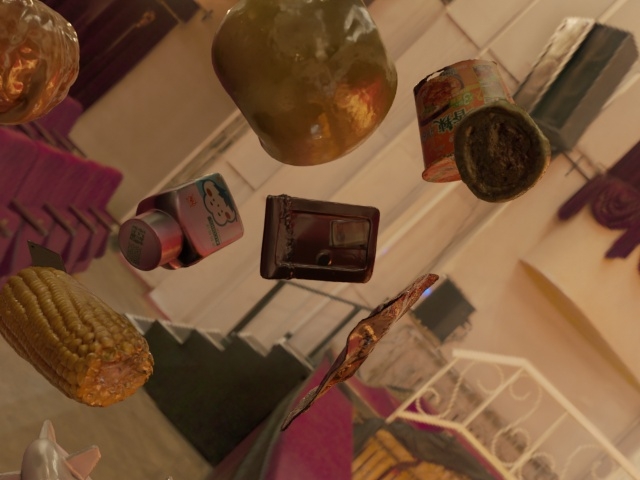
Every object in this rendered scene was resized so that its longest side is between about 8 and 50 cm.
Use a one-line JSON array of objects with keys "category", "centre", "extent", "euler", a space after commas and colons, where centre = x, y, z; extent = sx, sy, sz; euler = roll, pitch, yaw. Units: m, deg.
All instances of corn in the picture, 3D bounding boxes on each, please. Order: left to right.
[{"category": "corn", "centre": [-0.367, 0.133, 1.041], "extent": [0.387, 0.144, 0.144], "euler": [23, -19, 51]}]

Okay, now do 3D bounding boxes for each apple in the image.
[{"category": "apple", "centre": [-0.030, -0.287, 1.143], "extent": [0.295, 0.258, 0.233], "euler": [62, 8, 28]}]

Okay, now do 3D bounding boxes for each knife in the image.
[{"category": "knife", "centre": [-0.468, 0.081, 1.267], "extent": [0.072, 0.019, 0.245], "euler": [25, -35, 4]}]

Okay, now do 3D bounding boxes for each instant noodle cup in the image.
[{"category": "instant noodle cup", "centre": [0.291, -0.237, 1.435], "extent": [0.230, 0.230, 0.182], "euler": [53, 23, -76]}]

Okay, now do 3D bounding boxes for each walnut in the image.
[{"category": "walnut", "centre": [-0.618, -0.362, 1.412], "extent": [0.285, 0.285, 0.296], "euler": [46, 11, 9]}]

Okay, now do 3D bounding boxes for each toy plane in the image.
[{"category": "toy plane", "centre": [-0.294, 0.341, 0.857], "extent": [0.252, 0.252, 0.118], "euler": [47, 3, -21]}]

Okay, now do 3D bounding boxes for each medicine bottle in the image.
[{"category": "medicine bottle", "centre": [-0.211, -0.021, 1.089], "extent": [0.188, 0.095, 0.119], "euler": [-35, 106, -56]}]

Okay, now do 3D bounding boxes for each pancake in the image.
[{"category": "pancake", "centre": [0.180, -0.090, 0.737], "extent": [0.108, 0.108, 0.017], "euler": [45, 33, 14]}]

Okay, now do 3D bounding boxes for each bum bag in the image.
[{"category": "bum bag", "centre": [0.000, 0.000, 0.931], "extent": [0.160, 0.109, 0.026], "euler": [5, 5, -24]}]

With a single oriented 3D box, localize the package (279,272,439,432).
[{"category": "package", "centre": [0.045, 0.130, 0.871], "extent": [0.030, 0.239, 0.154], "euler": [42, 16, 12]}]
